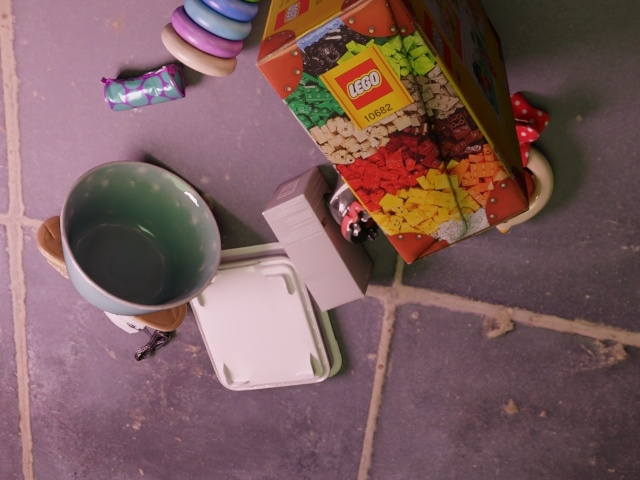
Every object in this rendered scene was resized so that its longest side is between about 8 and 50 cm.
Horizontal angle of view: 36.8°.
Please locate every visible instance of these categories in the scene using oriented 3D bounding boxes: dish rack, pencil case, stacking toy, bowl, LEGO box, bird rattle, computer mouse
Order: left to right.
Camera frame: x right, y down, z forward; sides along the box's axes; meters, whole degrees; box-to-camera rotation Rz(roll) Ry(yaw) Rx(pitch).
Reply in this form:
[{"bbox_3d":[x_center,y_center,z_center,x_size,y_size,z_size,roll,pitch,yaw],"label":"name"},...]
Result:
[{"bbox_3d":[-0.411,0.169,2.052,0.106,0.042,0.193,-32,107,27],"label":"computer mouse"},{"bbox_3d":[-0.362,0.019,1.842,0.311,0.311,0.163,36,140,-8],"label":"bowl"},{"bbox_3d":[-0.324,-0.282,1.774,0.151,0.064,0.070,-10,131,17],"label":"pencil case"},{"bbox_3d":[-0.139,-0.445,1.611,0.141,0.141,0.330,30,116,-5],"label":"stacking toy"},{"bbox_3d":[-0.127,0.173,1.977,0.285,0.072,0.333,-8,115,18],"label":"dish rack"},{"bbox_3d":[0.114,-0.276,1.393,0.193,0.500,0.372,-26,121,23],"label":"LEGO box"},{"bbox_3d":[0.321,-0.123,1.710,0.207,0.143,0.253,37,107,-22],"label":"bird rattle"}]

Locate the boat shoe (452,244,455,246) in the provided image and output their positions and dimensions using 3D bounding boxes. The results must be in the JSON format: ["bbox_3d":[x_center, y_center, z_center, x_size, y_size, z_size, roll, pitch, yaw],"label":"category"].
[{"bbox_3d":[0.168,-0.026,1.805,0.184,0.066,0.063,21,131,0],"label":"boat shoe"}]

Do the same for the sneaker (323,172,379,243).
[{"bbox_3d":[0.106,-0.133,1.732,0.135,0.097,0.276,44,102,30],"label":"sneaker"}]

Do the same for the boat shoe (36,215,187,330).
[{"bbox_3d":[-0.425,0.071,1.975,0.341,0.122,0.110,36,157,-5],"label":"boat shoe"}]

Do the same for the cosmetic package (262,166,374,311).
[{"bbox_3d":[0.000,0.000,1.820,0.107,0.127,0.238,-25,112,24],"label":"cosmetic package"}]
